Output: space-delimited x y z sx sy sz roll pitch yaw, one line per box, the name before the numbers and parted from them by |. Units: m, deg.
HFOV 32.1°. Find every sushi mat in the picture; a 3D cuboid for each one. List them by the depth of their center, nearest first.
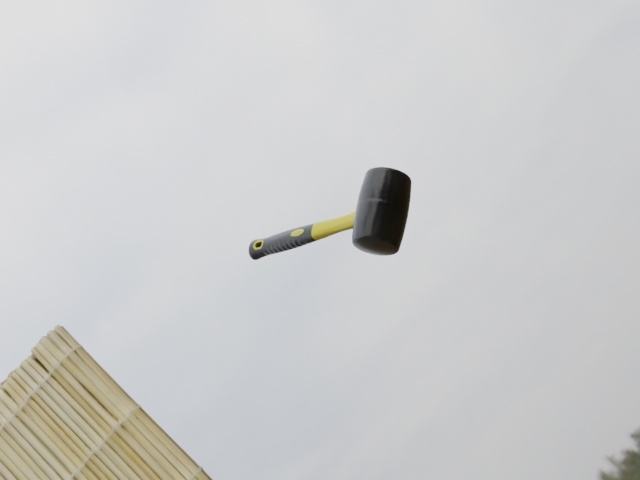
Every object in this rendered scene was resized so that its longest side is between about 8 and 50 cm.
sushi mat | -0.135 0.210 0.766 0.151 0.316 0.019 -49 -20 -1

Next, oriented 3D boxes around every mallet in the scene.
mallet | 0.000 0.000 0.877 0.039 0.062 0.189 25 -32 -31
